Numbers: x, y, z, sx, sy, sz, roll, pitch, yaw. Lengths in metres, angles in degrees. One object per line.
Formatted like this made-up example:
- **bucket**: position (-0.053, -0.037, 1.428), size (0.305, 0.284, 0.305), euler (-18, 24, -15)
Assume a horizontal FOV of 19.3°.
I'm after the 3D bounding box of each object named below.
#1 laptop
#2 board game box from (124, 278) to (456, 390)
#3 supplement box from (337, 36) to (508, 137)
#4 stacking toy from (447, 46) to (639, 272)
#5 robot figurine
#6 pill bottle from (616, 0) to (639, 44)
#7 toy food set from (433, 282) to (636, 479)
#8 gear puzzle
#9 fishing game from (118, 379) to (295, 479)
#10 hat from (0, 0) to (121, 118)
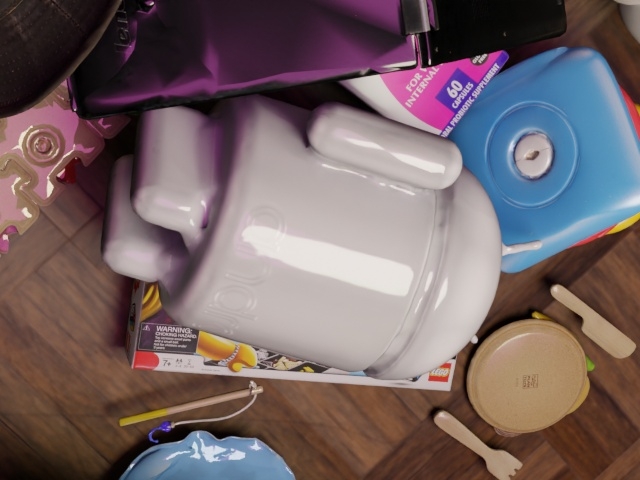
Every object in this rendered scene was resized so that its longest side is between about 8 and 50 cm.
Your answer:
- **laptop**: position (-0.012, -0.320, 1.498), size (0.408, 0.236, 0.382), euler (-20, 104, -56)
- **board game box**: position (-0.013, 0.031, 1.705), size (0.305, 0.053, 0.193), euler (5, 108, -15)
- **supplement box**: position (0.036, -0.189, 1.624), size (0.220, 0.114, 0.111), euler (34, 96, -27)
- **stacking toy**: position (0.268, -0.070, 1.724), size (0.175, 0.166, 0.302), euler (-29, 162, 32)
- **robot figurine**: position (0.000, 0.000, 1.560), size (0.353, 0.200, 0.300), euler (16, 142, -17)
- **pill bottle**: position (0.410, -0.226, 1.687), size (0.392, 0.224, 0.224), euler (30, 98, -28)
- **toy food set**: position (0.205, 0.135, 1.863), size (0.132, 0.038, 0.192), euler (40, 98, -22)
- **gear puzzle**: position (-0.234, -0.147, 1.578), size (0.339, 0.044, 0.175), euler (-46, 109, -3)
- **fishing game**: position (-0.115, 0.255, 1.784), size (0.189, 0.041, 0.264), euler (-16, 121, -6)
- **hat**: position (-0.286, -0.238, 1.359), size (0.134, 0.331, 0.331), euler (-21, 126, -60)
